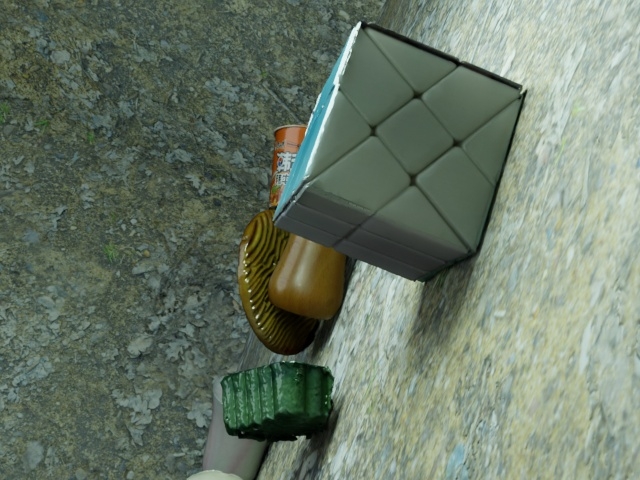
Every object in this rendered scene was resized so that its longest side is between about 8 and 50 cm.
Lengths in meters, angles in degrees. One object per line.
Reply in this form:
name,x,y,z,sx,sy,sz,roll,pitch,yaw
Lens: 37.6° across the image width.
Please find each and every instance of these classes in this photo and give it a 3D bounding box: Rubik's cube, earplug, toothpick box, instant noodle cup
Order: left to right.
earplug,-0.194,0.479,2.155,0.172,0.172,0.301,-85,10,-70
instant noodle cup,-0.010,-0.147,2.254,0.250,0.250,0.192,137,144,-77
toothpick box,0.000,0.000,1.878,0.192,0.192,0.294,-130,54,-83
Rubik's cube,0.090,-0.099,1.178,0.224,0.221,0.231,132,158,-72

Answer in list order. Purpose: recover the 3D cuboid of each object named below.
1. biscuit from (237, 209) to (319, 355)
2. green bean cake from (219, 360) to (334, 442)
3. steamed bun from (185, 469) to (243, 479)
biscuit,-0.080,0.087,2.003,0.318,0.040,0.318,34,-129,-55
green bean cake,-0.040,0.267,1.545,0.208,0.193,0.107,-27,56,46
steamed bun,-0.229,0.585,1.926,0.131,0.177,0.228,-93,26,-56
